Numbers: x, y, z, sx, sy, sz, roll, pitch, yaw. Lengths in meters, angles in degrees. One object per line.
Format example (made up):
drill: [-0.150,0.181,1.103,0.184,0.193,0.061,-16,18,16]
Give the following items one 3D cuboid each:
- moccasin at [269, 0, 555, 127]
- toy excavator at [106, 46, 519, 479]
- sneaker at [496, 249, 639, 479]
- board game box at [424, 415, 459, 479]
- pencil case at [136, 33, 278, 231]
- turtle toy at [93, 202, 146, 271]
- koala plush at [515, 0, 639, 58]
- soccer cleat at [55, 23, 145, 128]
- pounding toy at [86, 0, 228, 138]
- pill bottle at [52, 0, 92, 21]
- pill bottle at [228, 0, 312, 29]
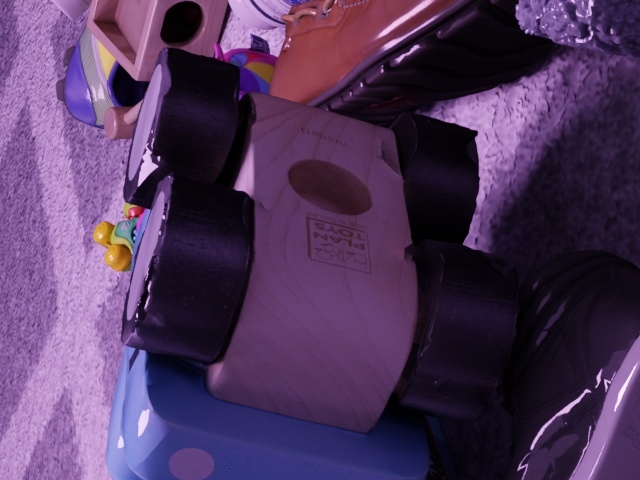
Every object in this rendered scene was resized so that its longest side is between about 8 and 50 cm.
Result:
moccasin: [0.066,-0.171,1.340,0.380,0.139,0.147,159,109,-72]
toy excavator: [-0.054,0.169,1.181,0.433,0.222,0.445,-95,22,-53]
sneaker: [0.141,0.138,1.100,0.295,0.105,0.147,-65,27,18]
board game box: [-0.037,0.270,1.316,0.336,0.079,0.253,-41,41,22]
pencil case: [-0.090,-0.068,1.658,0.236,0.104,0.104,-63,30,34]
turtle toy: [-0.171,-0.001,1.829,0.066,0.095,0.130,-50,33,11]
koala plush: [0.205,-0.206,0.984,0.203,0.196,0.221,-142,60,-73]
soccer cleat: [-0.203,-0.261,2.011,0.121,0.093,0.289,10,85,35]
pounding toy: [-0.155,-0.196,1.854,0.181,0.094,0.206,47,129,45]
pill bottle: [-0.223,-0.324,1.924,0.186,0.112,0.112,-45,30,0]
pill bottle: [-0.016,-0.235,1.563,0.169,0.094,0.094,-20,63,62]
